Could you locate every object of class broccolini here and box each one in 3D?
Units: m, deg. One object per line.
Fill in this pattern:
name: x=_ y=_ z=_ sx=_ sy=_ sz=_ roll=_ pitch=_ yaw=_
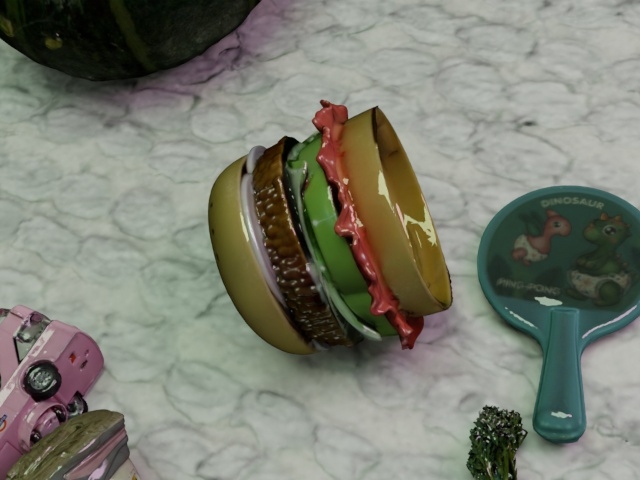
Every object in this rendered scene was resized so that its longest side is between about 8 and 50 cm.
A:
broccolini: x=0.144 y=0.179 z=0.643 sx=0.052 sy=0.054 sz=0.194 roll=-47 pitch=62 yaw=16

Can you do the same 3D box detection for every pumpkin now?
pumpkin: x=-0.164 y=-0.273 z=0.909 sx=0.300 sy=0.207 sz=0.300 roll=-2 pitch=69 yaw=5

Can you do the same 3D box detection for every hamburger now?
hamburger: x=0.000 y=-0.002 z=0.716 sx=0.136 sy=0.175 sz=0.175 roll=-18 pitch=54 yaw=14

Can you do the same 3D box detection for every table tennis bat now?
table tennis bat: x=0.164 y=0.043 z=0.728 sx=0.124 sy=0.033 sz=0.201 roll=2 pitch=52 yaw=15

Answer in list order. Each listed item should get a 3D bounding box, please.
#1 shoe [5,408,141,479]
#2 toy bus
shoe: x=-0.166 y=0.189 z=0.653 sx=0.089 sy=0.092 sz=0.180 roll=-13 pitch=29 yaw=50
toy bus: x=-0.232 y=0.139 z=0.727 sx=0.090 sy=0.063 sz=0.203 roll=21 pitch=64 yaw=25
